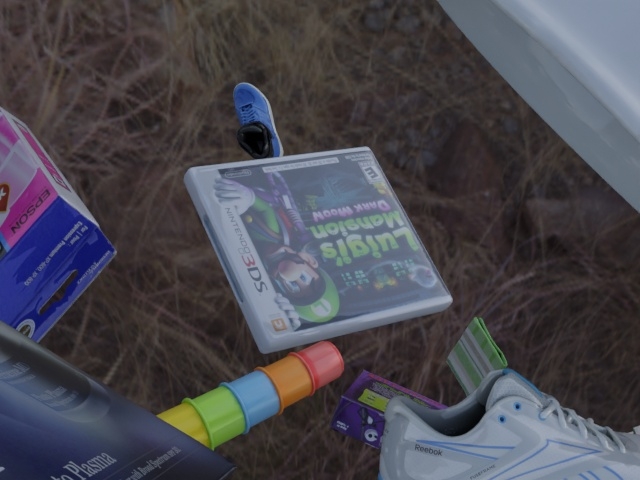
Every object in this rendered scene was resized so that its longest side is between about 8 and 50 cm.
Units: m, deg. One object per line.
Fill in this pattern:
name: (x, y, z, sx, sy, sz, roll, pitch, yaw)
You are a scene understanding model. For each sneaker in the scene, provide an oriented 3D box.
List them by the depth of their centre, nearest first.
sneaker: (0.123, 0.110, 0.556, 0.191, 0.071, 0.082, -3, 99, -2)
sneaker: (-0.115, -0.202, 1.735, 0.058, 0.084, 0.152, -22, 85, 15)

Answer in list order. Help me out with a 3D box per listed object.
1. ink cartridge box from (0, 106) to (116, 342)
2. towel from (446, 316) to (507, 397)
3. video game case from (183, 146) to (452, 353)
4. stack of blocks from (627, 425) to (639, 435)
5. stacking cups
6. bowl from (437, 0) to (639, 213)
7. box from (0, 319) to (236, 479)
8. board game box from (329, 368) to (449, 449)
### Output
ink cartridge box: (-0.392, -0.023, 1.273, 0.175, 0.069, 0.371, -48, 46, 2)
towel: (0.290, 0.224, 1.882, 0.023, 0.152, 0.113, -13, 59, -28)
video game case: (0.000, 0.000, 0.868, 0.190, 0.022, 0.173, -10, 62, -34)
stack of blocks: (0.590, 0.400, 1.735, 0.087, 0.297, 0.171, -19, 54, 5)
stacking cups: (-0.106, 0.245, 1.538, 0.316, 0.096, 0.096, -21, 62, -31)
bowl: (0.203, -0.113, 0.615, 0.134, 0.298, 0.298, -45, 68, 8)
box: (-0.243, 0.161, 0.637, 0.294, 0.296, 0.182, 30, 91, 6)
board game box: (0.190, 0.260, 1.251, 0.347, 0.208, 0.056, 23, 99, 9)
